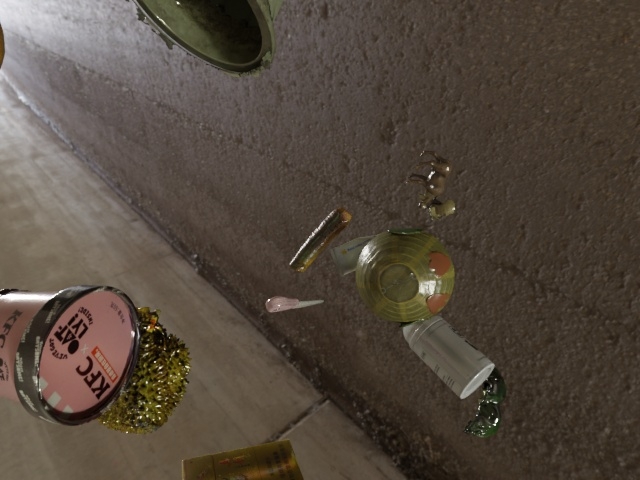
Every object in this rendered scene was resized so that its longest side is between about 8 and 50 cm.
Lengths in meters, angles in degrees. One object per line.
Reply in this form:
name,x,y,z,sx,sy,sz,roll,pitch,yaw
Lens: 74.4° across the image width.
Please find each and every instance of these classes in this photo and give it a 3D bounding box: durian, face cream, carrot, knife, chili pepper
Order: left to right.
durian,-0.453,0.317,1.023,0.258,0.258,0.293,21,120,45
knife,-0.085,0.234,1.519,0.081,0.336,0.043,-28,69,23
carrot,0.000,0.000,1.385,0.260,0.070,0.070,-49,62,5
face cream,0.156,0.043,1.596,0.070,0.224,0.114,60,-172,-74
face cream,0.353,0.308,1.338,0.369,0.145,0.145,45,141,35
chili pepper,0.606,0.566,1.505,0.116,0.148,0.265,-15,57,56

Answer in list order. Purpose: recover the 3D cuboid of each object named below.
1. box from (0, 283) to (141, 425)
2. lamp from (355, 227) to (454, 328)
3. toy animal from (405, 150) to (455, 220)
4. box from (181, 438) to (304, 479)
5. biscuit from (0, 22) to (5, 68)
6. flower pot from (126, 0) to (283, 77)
box,-0.311,0.121,0.486,0.135,0.151,0.151,4,118,16
lamp,0.218,0.090,1.091,0.250,0.284,0.250,1,94,15
toy animal,0.378,-0.173,1.407,0.186,0.094,0.214,27,126,3
box,-0.105,0.321,0.572,0.089,0.156,0.022,-137,50,-65
biscuit,-0.535,-0.290,0.512,0.262,0.261,0.037,115,152,-48
flower pot,-0.147,-0.450,0.660,0.290,0.259,0.290,25,167,6
